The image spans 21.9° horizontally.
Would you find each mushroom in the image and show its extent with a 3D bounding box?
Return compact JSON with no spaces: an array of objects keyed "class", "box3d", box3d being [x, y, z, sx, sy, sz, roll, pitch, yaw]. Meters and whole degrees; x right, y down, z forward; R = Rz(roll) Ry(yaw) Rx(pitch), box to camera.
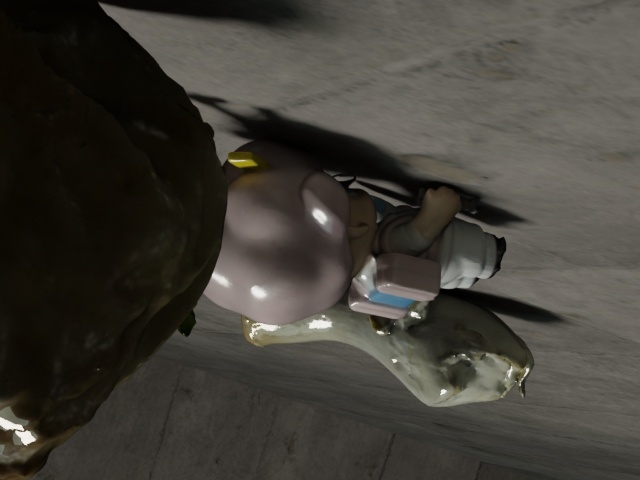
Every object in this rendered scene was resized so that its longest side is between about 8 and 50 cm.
[{"class":"mushroom","box3d":[0.053,0.077,1.409,0.278,0.096,0.099,17,171,27]}]

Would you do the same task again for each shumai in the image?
[{"class":"shumai","box3d":[-0.223,-0.022,0.690,0.314,0.267,0.262,-27,160,7]}]

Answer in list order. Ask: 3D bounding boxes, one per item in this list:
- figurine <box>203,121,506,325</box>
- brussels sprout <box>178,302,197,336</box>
[{"class":"figurine","box3d":[0.000,0.000,1.005,0.228,0.112,0.137,9,169,-20]},{"class":"brussels sprout","box3d":[-0.198,0.024,1.548,0.181,0.101,0.139,14,-177,9]}]
